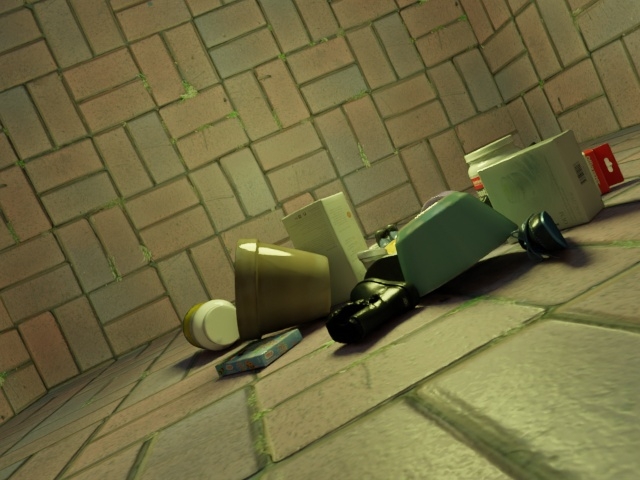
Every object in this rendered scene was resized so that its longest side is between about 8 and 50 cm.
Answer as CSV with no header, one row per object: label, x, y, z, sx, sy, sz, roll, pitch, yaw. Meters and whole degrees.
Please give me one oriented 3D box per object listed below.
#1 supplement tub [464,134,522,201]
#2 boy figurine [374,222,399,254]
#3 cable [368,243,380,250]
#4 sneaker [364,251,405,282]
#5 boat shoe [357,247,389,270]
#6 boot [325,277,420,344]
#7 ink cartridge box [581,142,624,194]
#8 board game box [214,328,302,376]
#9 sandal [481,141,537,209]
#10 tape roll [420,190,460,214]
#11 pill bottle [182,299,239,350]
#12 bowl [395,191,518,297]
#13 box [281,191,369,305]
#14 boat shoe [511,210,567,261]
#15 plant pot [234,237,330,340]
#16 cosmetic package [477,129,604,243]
supplement tub,0.626,-0.201,1.708,0.191,0.272,0.191,-25,2,1
boy figurine,0.279,0.026,1.835,0.177,0.092,0.285,-26,18,0
cable,0.355,0.014,2.087,0.257,0.089,0.257,-26,3,-25
sneaker,0.279,0.055,1.566,0.295,0.124,0.178,-37,-13,20
boat shoe,0.192,0.080,1.653,0.095,0.084,0.258,-14,-13,22
boot,0.091,0.168,1.209,0.207,0.094,0.246,-22,6,-31
ink cartridge box,0.775,-0.186,1.510,0.231,0.134,0.078,-25,1,28
board game box,-0.174,0.316,1.407,0.211,0.039,0.160,-22,3,40
sandal,0.547,-0.104,1.520,0.446,0.107,0.167,-50,-13,-1
tape roll,0.457,-0.078,1.780,0.189,0.189,0.080,-23,3,40
pill bottle,-0.407,0.323,1.906,0.187,0.188,0.334,-26,3,-27
bowl,0.310,-0.007,1.244,0.311,0.163,0.311,-34,-7,-5
box,0.045,0.029,1.758,0.168,0.345,0.215,-24,2,26
boat shoe,0.485,0.000,1.104,0.089,0.109,0.258,-32,-17,23
plant pot,-0.114,0.149,1.576,0.280,0.323,0.323,-2,0,-4
cosmetic package,0.582,-0.138,1.334,0.138,0.224,0.224,-26,2,-40
